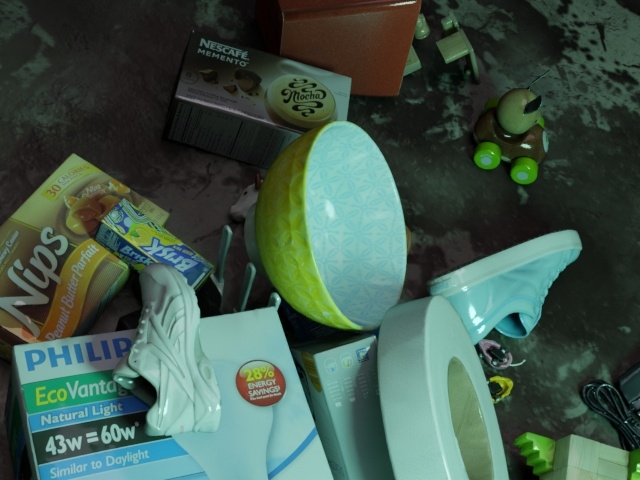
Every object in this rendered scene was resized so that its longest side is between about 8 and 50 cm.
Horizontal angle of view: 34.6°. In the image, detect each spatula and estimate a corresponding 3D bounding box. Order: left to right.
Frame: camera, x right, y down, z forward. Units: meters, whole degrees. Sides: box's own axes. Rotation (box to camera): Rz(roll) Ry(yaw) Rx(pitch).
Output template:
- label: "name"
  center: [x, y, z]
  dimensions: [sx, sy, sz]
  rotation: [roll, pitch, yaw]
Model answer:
- label: "spatula"
  center: [-0.117, 0.082, 1.486]
  dimensions: [0.019, 0.242, 0.168]
  rotation: [-28, 70, -22]

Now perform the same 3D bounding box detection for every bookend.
- label: "bookend"
  center: [-0.247, 0.108, 1.523]
  dimensions: [0.157, 0.072, 0.156]
  rotation: [-23, 68, -33]

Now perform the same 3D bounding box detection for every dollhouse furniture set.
- label: "dollhouse furniture set"
  center: [0.219, -0.372, 2.074]
  dimensions: [0.151, 0.123, 0.144]
  rotation: [-24, 62, 6]

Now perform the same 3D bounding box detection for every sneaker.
- label: "sneaker"
  center: [-0.197, 0.128, 1.234]
  dimensions: [0.115, 0.090, 0.232]
  rotation: [-9, 58, -21]
- label: "sneaker"
  center: [0.326, 0.086, 1.738]
  dimensions: [0.366, 0.135, 0.150]
  rotation: [-18, 87, -37]

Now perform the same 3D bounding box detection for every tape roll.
- label: "tape roll"
  center: [0.177, 0.269, 1.405]
  dimensions: [0.072, 0.392, 0.392]
  rotation: [-15, 53, 18]

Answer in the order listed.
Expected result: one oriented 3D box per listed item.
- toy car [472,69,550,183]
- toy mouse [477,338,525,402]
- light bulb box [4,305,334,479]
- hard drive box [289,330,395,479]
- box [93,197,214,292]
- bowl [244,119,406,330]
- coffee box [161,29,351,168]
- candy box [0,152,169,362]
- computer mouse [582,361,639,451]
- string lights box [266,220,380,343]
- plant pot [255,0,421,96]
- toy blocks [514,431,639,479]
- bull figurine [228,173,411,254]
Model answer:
- label: "toy car"
  center: [0.385, -0.231, 1.933]
  dimensions: [0.149, 0.188, 0.155]
  rotation: [21, 52, -5]
- label: "toy mouse"
  center: [0.257, 0.201, 1.676]
  dimensions: [0.161, 0.031, 0.143]
  rotation: [-21, 62, -34]
- label: "light bulb box"
  center: [-0.191, 0.308, 1.307]
  dimensions: [0.358, 0.225, 0.361]
  rotation: [-8, 60, -25]
- label: "hard drive box"
  center: [0.043, 0.247, 1.404]
  dimensions: [0.089, 0.181, 0.232]
  rotation: [-17, 90, -13]
- label: "box"
  center: [-0.242, 0.018, 1.498]
  dimensions: [0.169, 0.054, 0.059]
  rotation: [37, 50, 1]
- label: "bowl"
  center: [-0.012, -0.011, 1.432]
  dimensions: [0.289, 0.156, 0.289]
  rotation: [25, 60, -56]
- label: "coffee box"
  center: [-0.109, -0.231, 1.788]
  dimensions: [0.297, 0.119, 0.168]
  rotation: [16, 53, -10]
- label: "candy box"
  center: [-0.385, 0.033, 1.515]
  dimensions: [0.183, 0.087, 0.316]
  rotation: [32, 51, 2]
- label: "computer mouse"
  center: [0.590, 0.256, 1.739]
  dimensions: [0.272, 0.072, 0.188]
  rotation: [-27, 68, -33]
- label: "string lights box"
  center: [0.029, 0.115, 1.554]
  dimensions: [0.133, 0.077, 0.259]
  rotation: [-28, 87, -16]
- label: "plant pot"
  center: [0.014, -0.429, 1.905]
  dimensions: [0.236, 0.267, 0.267]
  rotation: [-11, 60, -13]
- label: "toy blocks"
  center: [0.461, 0.456, 1.504]
  dimensions: [0.381, 0.191, 0.261]
  rotation: [17, 63, -8]
- label: "bull figurine"
  center: [0.000, 0.000, 1.679]
  dimensions: [0.310, 0.101, 0.188]
  rotation: [10, 61, -6]
